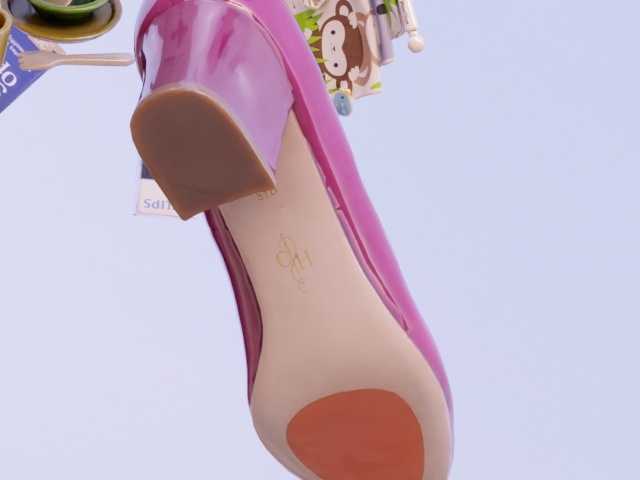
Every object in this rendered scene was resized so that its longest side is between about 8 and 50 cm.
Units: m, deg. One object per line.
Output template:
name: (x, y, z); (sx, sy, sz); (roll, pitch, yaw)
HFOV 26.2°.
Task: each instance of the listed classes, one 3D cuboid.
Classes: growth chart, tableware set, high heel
growth chart: (0.001, -0.190, 1.248); (0.237, 0.021, 0.172); (-25, -97, 44)
tableware set: (-0.138, -0.121, 0.561); (0.104, 0.154, 0.024); (-5, -45, -19)
high heel: (0.000, 0.000, 0.840); (0.127, 0.181, 0.377); (-12, -52, 14)

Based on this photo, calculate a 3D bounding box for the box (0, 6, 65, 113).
box: (-0.372, -0.183, 1.413); (0.136, 0.225, 0.036); (47, -47, -13)

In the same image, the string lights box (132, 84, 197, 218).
string lights box: (-0.187, -0.157, 1.727); (0.077, 0.259, 0.133); (5, -1, -11)
